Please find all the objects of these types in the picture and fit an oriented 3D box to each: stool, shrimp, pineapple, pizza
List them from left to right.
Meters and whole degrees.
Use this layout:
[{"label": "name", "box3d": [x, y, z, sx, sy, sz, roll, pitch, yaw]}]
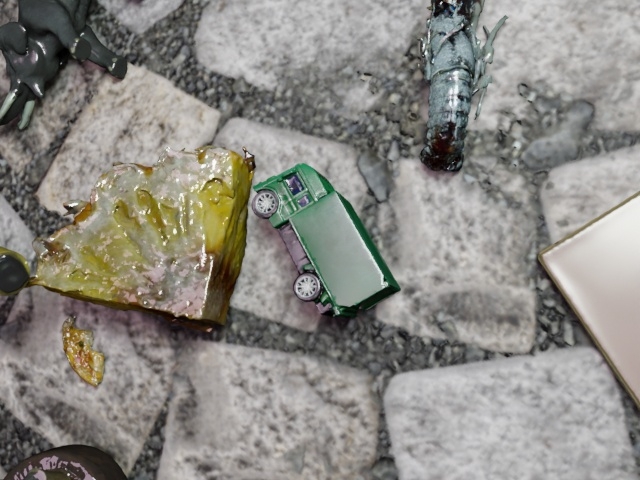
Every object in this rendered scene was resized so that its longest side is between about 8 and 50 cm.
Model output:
[{"label": "stool", "box3d": [-0.278, 0.265, 0.703, 0.217, 0.121, 0.125, -6, 83, 13]}, {"label": "pizza", "box3d": [-0.247, 0.115, 0.764, 0.037, 0.016, 0.083, -32, 72, 5]}, {"label": "pineapple", "box3d": [-0.152, 0.006, 0.698, 0.236, 0.114, 0.186, -33, 74, 9]}, {"label": "shrimp", "box3d": [0.124, -0.148, 0.647, 0.082, 0.076, 0.174, 6, 85, -3]}]

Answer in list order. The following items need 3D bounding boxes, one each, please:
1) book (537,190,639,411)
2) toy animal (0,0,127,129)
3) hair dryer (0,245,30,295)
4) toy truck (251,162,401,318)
[{"label": "book", "box3d": [0.362, 0.018, 0.570, 0.310, 0.021, 0.217, -33, 74, 12]}, {"label": "toy animal", "box3d": [-0.279, -0.217, 0.787, 0.137, 0.082, 0.269, 26, 95, 23]}, {"label": "hair dryer", "box3d": [-0.361, -0.001, 0.737, 0.279, 0.090, 0.135, 11, 84, 45]}, {"label": "toy truck", "box3d": [0.000, 0.000, 0.670, 0.079, 0.065, 0.147, -33, 74, 9]}]
